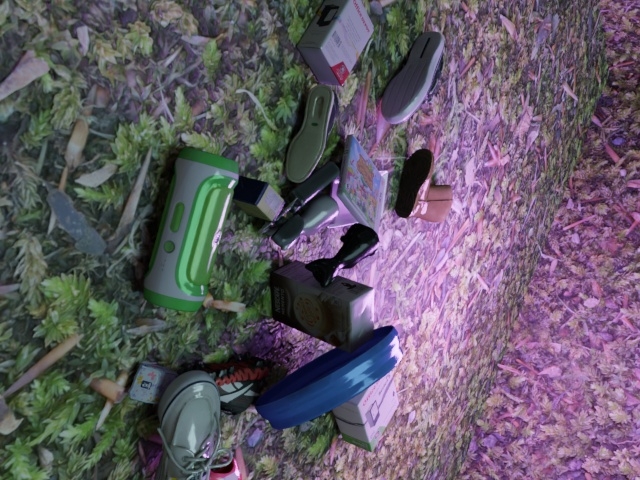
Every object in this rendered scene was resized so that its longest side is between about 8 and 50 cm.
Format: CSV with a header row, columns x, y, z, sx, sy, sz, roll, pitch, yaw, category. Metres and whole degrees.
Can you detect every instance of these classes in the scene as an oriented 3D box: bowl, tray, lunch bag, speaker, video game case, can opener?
x,y,z,sx,sy,sz,roll,pitch,yaw,category
0.027,0.333,1.492,0.391,0.391,0.077,-25,85,-47,bowl
0.097,-0.119,1.684,0.270,0.030,0.145,-12,114,-52,tray
-0.340,0.289,1.233,0.083,0.053,0.071,30,79,-47,lunch bag
-0.246,-0.020,1.169,0.131,0.131,0.296,13,93,-55,speaker
0.110,-0.138,1.598,0.212,0.023,0.193,47,44,-46,video game case
-0.046,-0.086,1.451,0.093,0.074,0.280,47,54,-7,can opener

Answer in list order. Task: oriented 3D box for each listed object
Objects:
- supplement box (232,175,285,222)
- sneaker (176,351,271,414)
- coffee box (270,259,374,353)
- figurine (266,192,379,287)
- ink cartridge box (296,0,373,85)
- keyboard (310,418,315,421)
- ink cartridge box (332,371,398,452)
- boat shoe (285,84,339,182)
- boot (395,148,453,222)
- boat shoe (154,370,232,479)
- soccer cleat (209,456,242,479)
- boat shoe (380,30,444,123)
x,y,z,sx,sy,sz,roll,pitch,yaw,category
-0.137,-0.089,1.326,0.056,0.083,0.083,-62,143,-15,supplement box
-0.221,0.334,1.373,0.276,0.098,0.135,5,97,-56,sneaker
0.002,0.154,1.475,0.098,0.247,0.141,-27,124,-45,coffee box
0.000,0.000,1.470,0.209,0.215,0.092,-35,158,-40,figurine
0.038,-0.469,1.420,0.175,0.072,0.127,-62,143,-16,ink cartridge box
0.004,0.433,1.792,0.108,0.023,0.180,-24,123,-48,keyboard
0.137,0.491,1.900,0.198,0.115,0.272,-52,143,-34,ink cartridge box
-0.013,-0.243,1.438,0.233,0.084,0.079,-71,163,2,boat shoe
0.352,-0.172,1.972,0.270,0.089,0.236,-2,118,-53,boot
-0.263,0.445,1.246,0.136,0.156,0.367,-1,120,-33,boat shoe
-0.282,0.590,1.427,0.248,0.083,0.095,-9,88,-50,soccer cleat
0.282,-0.438,1.726,0.335,0.121,0.119,-60,139,-22,boat shoe
